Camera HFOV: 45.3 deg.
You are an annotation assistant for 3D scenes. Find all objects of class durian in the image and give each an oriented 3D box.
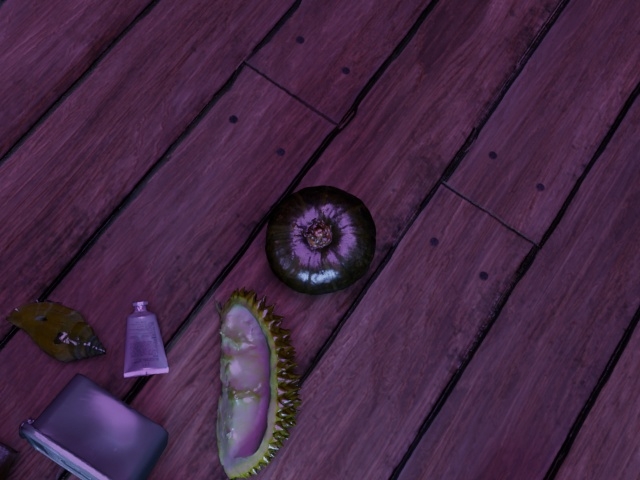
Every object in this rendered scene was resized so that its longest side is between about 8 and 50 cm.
[{"bbox_3d":[-0.122,0.257,1.409,0.169,0.158,0.351,-5,76,4],"label":"durian"}]

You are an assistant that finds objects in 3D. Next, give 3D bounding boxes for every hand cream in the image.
[{"bbox_3d":[-0.338,0.186,1.461,0.084,0.053,0.142,-6,88,-8],"label":"hand cream"}]

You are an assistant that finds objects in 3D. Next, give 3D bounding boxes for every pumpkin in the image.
[{"bbox_3d":[0.000,0.000,1.502,0.224,0.157,0.223,-1,83,7],"label":"pumpkin"}]

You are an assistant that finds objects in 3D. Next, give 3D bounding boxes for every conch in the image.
[{"bbox_3d":[-0.483,0.172,1.432,0.201,0.079,0.095,36,53,14],"label":"conch"}]

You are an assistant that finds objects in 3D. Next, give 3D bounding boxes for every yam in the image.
[{"bbox_3d":[-0.589,0.418,1.333,0.079,0.079,0.141,24,70,1],"label":"yam"}]

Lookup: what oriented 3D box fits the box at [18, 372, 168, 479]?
[{"bbox_3d":[-0.386,0.350,1.344,0.243,0.163,0.135,31,62,4],"label":"box"}]
